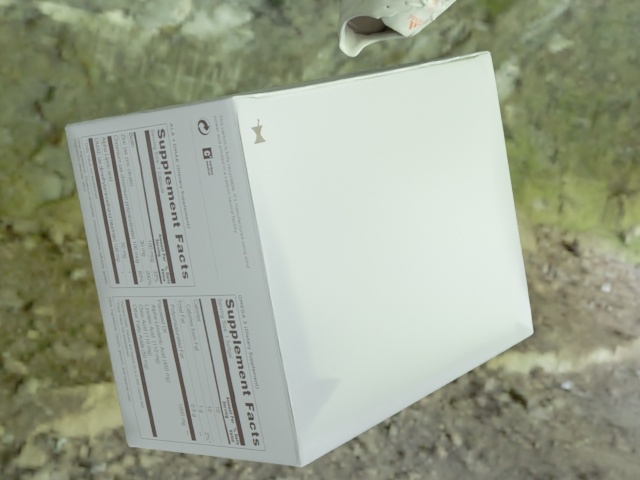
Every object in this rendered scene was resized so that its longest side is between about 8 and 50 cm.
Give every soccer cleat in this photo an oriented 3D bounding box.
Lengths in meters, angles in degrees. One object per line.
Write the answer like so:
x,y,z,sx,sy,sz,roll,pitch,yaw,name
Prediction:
0.085,-0.203,0.902,0.068,0.076,0.196,29,-28,-28,soccer cleat

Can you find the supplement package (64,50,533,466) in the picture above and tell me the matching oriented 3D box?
0.000,0.000,0.728,0.145,0.204,0.262,-3,10,41,supplement package
